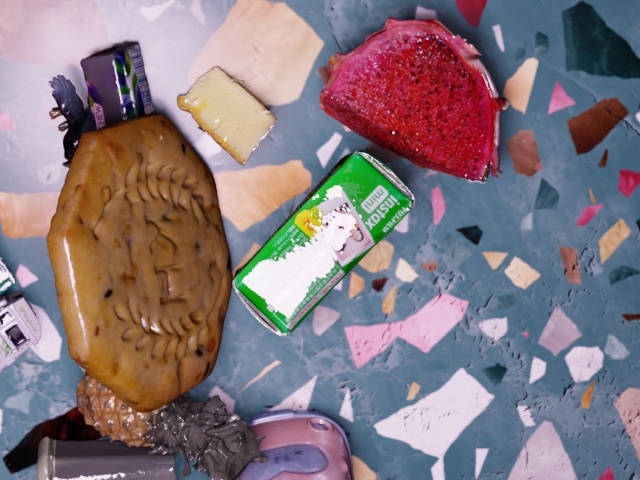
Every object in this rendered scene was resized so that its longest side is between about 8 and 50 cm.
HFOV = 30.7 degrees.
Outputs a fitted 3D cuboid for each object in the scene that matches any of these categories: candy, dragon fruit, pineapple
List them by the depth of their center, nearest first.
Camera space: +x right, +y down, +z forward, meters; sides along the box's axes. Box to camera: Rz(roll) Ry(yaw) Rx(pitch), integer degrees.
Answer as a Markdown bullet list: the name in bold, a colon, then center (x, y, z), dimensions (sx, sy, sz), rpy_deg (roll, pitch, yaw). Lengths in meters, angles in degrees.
- **candy**: center (-0.231, -0.089, 1.463), dimensions (0.061, 0.088, 0.312), rpy_deg (-6, 105, 17)
- **pineapple**: center (-0.188, 0.230, 1.474), dimensions (0.248, 0.128, 0.128), rpy_deg (27, 100, 25)
- **dragon fruit**: center (0.122, -0.191, 1.483), dimensions (0.274, 0.126, 0.161), rpy_deg (27, 88, -22)

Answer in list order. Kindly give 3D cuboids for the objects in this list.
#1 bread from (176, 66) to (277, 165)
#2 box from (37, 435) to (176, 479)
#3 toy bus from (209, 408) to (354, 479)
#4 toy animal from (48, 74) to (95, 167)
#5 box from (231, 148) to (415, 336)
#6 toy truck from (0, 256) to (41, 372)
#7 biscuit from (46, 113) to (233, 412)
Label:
- **bread**: center (-0.117, -0.163, 1.469), dimensions (0.109, 0.080, 0.084), rpy_deg (41, 92, -17)
- **box**: center (-0.280, 0.395, 1.551), dimensions (0.178, 0.138, 0.274), rpy_deg (-4, 104, -12)
- **toy bus**: center (-0.035, 0.383, 1.528), dimensions (0.197, 0.232, 0.294), rpy_deg (-8, 104, -6)
- **toy animal**: center (-0.296, -0.130, 1.441), dimensions (0.062, 0.108, 0.220), rpy_deg (-20, 136, -4)
- **box**: center (0.000, 0.000, 1.475), dimensions (0.103, 0.180, 0.250), rpy_deg (43, 92, -3)
- **toy truck**: center (-0.434, 0.056, 1.464), dimensions (0.116, 0.110, 0.216), rpy_deg (-34, 105, -11)
- **biscuit**: center (-0.198, 0.023, 1.387), dimensions (0.046, 0.359, 0.359), rpy_deg (-5, 106, 24)
